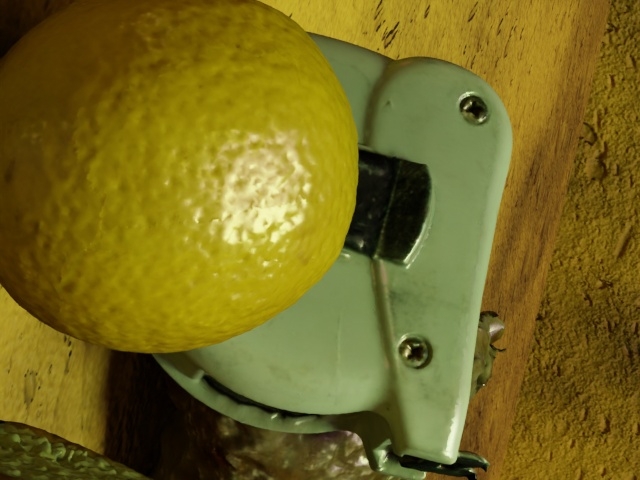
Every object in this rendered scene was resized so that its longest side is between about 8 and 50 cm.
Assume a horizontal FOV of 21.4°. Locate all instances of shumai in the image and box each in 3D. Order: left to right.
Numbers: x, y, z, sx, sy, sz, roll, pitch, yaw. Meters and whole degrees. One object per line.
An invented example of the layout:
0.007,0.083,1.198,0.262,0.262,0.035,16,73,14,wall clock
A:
-0.012,0.163,1.217,0.346,0.217,0.283,-20,126,-74,shumai

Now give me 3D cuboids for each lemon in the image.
-0.078,-0.035,0.840,0.244,0.187,0.187,-6,117,-38,lemon

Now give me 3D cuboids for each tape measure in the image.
0.001,0.000,1.009,0.125,0.246,0.243,129,-26,-69,tape measure

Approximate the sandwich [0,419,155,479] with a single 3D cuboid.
-0.180,0.217,0.873,0.122,0.128,0.236,24,84,-67,sandwich
